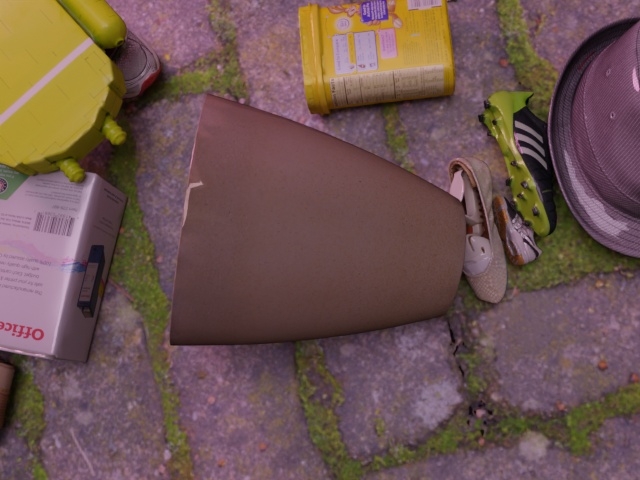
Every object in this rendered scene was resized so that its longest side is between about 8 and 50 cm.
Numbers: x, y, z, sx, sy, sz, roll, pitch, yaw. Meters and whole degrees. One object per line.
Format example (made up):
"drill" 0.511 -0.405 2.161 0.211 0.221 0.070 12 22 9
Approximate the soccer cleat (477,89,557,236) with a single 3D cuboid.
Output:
"soccer cleat" 0.234 -0.091 0.889 0.072 0.060 0.179 -11 69 -11

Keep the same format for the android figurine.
"android figurine" -0.331 -0.186 0.910 0.248 0.056 0.273 -44 80 -2

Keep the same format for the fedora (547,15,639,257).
"fedora" 0.368 -0.127 0.830 0.243 0.124 0.275 7 75 -1

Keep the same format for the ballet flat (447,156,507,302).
"ballet flat" 0.165 -0.012 0.888 0.057 0.052 0.168 -23 66 44

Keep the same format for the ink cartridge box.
"ink cartridge box" -0.334 0.025 0.938 0.154 0.093 0.212 9 78 11

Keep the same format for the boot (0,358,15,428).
"boot" -0.494 0.198 0.928 0.248 0.090 0.207 22 81 8

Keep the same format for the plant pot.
"plant pot" 0.000 0.000 0.835 0.274 0.256 0.256 9 80 -6

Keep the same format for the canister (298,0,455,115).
"canister" 0.065 -0.218 0.938 0.170 0.073 0.126 -6 78 6

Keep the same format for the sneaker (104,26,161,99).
"sneaker" -0.292 -0.255 0.988 0.225 0.093 0.088 37 85 12

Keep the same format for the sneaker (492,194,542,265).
"sneaker" 0.218 -0.013 0.899 0.037 0.032 0.083 -12 73 -18
